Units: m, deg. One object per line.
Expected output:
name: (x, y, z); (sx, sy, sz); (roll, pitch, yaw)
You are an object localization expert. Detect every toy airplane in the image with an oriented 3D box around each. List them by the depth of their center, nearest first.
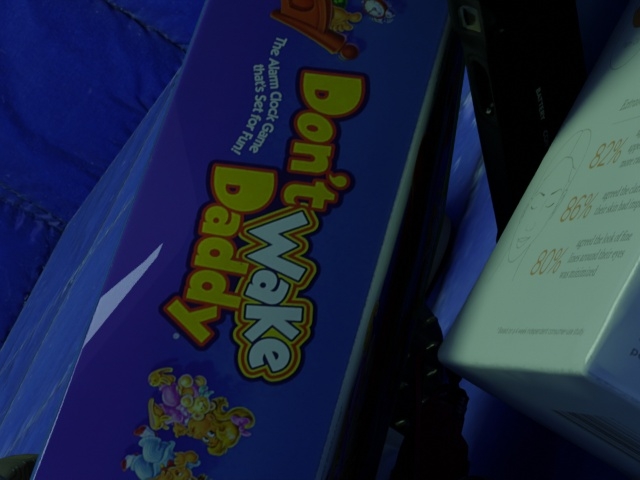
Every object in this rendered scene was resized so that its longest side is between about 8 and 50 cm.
toy airplane: (0.033, 0.107, 0.720); (0.151, 0.028, 0.151); (16, -90, -81)

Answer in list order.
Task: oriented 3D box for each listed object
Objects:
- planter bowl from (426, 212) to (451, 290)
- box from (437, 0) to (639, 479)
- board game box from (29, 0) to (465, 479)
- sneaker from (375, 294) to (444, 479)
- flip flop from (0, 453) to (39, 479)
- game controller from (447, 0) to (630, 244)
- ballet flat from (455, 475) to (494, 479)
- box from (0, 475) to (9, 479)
planter bowl: (0.000, 0.000, 1.026); (0.162, 0.109, 0.162); (-56, 11, 16)
box: (0.125, -0.017, 0.541); (0.170, 0.091, 0.130); (-60, 10, -8)
board game box: (-0.026, 0.072, 0.657); (0.233, 0.078, 0.347); (91, -167, -61)
sneaker: (-0.013, 0.111, 0.855); (0.106, 0.078, 0.234); (-44, 20, 46)
flip flop: (-0.112, 0.183, 0.781); (0.277, 0.080, 0.112); (81, -158, -55)
game controller: (0.086, -0.129, 0.606); (0.166, 0.067, 0.319); (-58, -36, -41)
ballet flat: (0.043, 0.124, 0.656); (0.041, 0.041, 0.114); (-48, 15, 45)
box: (-0.056, 0.187, 0.239); (0.182, 0.294, 0.296); (-55, 12, 20)
